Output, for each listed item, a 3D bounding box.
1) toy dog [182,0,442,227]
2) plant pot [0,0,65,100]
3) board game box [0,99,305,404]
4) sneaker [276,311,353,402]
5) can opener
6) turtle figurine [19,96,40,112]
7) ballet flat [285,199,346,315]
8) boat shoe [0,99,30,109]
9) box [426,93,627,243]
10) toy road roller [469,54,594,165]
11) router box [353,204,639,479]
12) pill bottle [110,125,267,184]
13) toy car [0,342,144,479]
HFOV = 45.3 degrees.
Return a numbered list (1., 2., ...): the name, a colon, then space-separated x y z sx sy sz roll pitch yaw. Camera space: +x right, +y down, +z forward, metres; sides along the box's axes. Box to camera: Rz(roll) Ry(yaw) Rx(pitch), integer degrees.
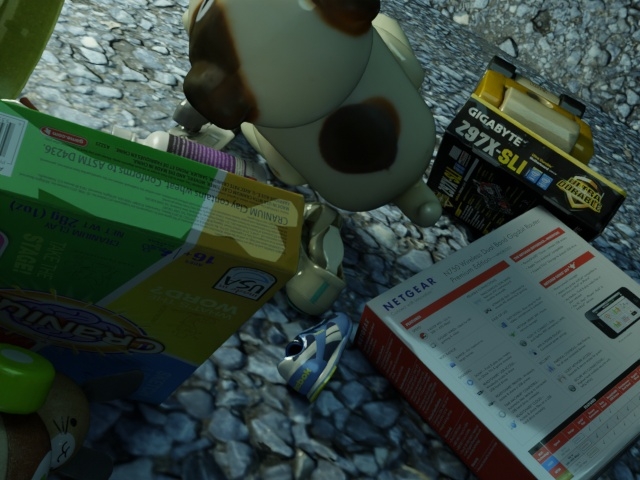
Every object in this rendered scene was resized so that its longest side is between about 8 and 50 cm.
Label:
1. toy dog: -0.022 -0.189 0.937 0.395 0.285 0.408 66 12 21
2. plant pot: -0.450 -0.281 0.843 0.254 0.276 0.276 28 30 -12
3. board game box: -0.187 0.032 0.585 0.242 0.316 0.064 16 57 -20
4. sneaker: -0.004 0.118 0.865 0.059 0.053 0.144 29 29 3
5. can opener: -0.149 -0.197 1.183 0.074 0.093 0.280 31 25 0
6. turtle figurine: -0.342 -0.030 0.763 0.217 0.087 0.269 -9 62 -33
7. ballet flat: 0.000 0.000 1.015 0.086 0.086 0.248 20 32 -16
8. boat shoe: -0.388 -0.068 0.639 0.302 0.103 0.113 -19 55 -14
9. box: 0.298 -0.072 1.197 0.257 0.079 0.322 37 -10 10
10. toy road roller: 0.329 -0.160 1.361 0.202 0.240 0.329 29 27 1
11. router box: 0.264 0.130 0.931 0.335 0.082 0.301 -25 57 -31
12. pill bottle: -0.174 -0.071 0.948 0.193 0.108 0.108 18 32 -19
13. toy car: -0.211 0.145 0.566 0.149 0.155 0.188 24 3 35
